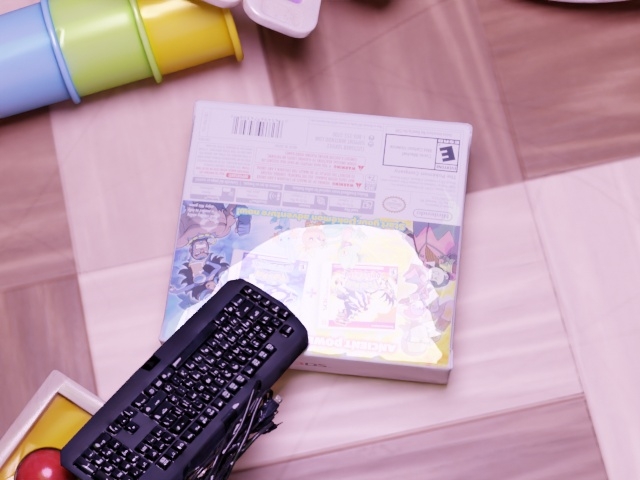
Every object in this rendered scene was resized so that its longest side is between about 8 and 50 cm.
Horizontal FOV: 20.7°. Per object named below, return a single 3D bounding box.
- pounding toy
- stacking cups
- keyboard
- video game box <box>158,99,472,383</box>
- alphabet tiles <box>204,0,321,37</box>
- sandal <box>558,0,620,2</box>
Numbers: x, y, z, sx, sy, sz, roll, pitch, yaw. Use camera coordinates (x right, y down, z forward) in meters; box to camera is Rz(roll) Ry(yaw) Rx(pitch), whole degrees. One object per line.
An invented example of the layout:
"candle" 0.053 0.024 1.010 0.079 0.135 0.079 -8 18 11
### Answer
"pounding toy" -0.202 0.194 1.152 0.181 0.094 0.206 32 73 13
"stacking cups" -0.217 -0.127 1.290 0.316 0.096 0.096 -19 69 0
"keyboard" -0.074 0.101 1.138 0.100 0.038 0.192 35 57 12
"video game box" 0.000 0.000 1.246 0.205 0.048 0.187 6 67 4
"alphabet tiles" -0.064 -0.281 1.297 0.284 0.021 0.278 20 51 -14
"sandal" 0.301 -0.278 1.318 0.416 0.102 0.169 -15 83 10
